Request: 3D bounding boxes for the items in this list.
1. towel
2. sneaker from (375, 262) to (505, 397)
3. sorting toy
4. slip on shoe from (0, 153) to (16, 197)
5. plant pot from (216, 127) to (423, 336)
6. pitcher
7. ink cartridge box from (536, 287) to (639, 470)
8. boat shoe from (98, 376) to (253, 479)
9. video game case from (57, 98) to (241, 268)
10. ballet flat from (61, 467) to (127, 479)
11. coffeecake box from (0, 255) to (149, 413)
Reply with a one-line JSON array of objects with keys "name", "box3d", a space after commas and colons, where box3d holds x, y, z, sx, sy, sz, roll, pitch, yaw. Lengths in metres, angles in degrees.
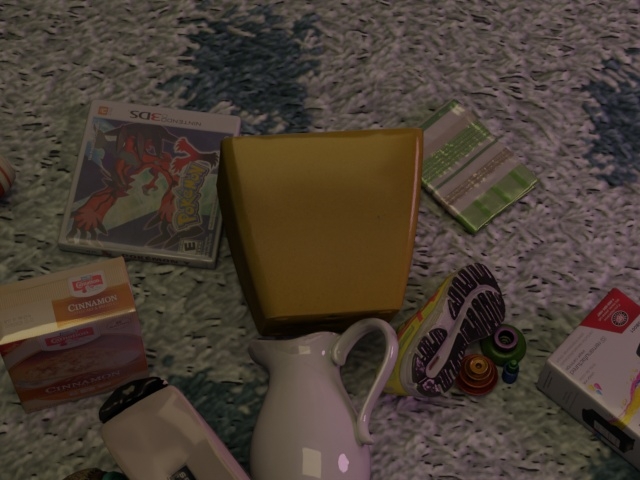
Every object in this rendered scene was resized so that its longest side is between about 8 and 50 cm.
[{"name": "towel", "box3d": [0.168, -0.087, 1.768, 0.113, 0.023, 0.152, -37, 71, -17]}, {"name": "sneaker", "box3d": [0.125, 0.097, 1.637, 0.208, 0.094, 0.081, -44, 106, -41]}, {"name": "sorting toy", "box3d": [0.193, 0.129, 1.640, 0.061, 0.042, 0.102, 36, 67, 16]}, {"name": "slip on shoe", "box3d": [-0.508, -0.131, 1.720, 0.331, 0.123, 0.101, 34, 70, 10]}, {"name": "plant pot", "box3d": [0.000, 0.000, 1.616, 0.212, 0.212, 0.187, -3, 78, -6]}, {"name": "pitcher", "box3d": [0.008, 0.188, 1.541, 0.177, 0.125, 0.207, -24, 53, 29]}, {"name": "ink cartridge box", "box3d": [0.344, 0.157, 1.611, 0.175, 0.072, 0.127, 39, 67, 18]}, {"name": "boat shoe", "box3d": [-0.090, 0.293, 1.471, 0.127, 0.158, 0.340, -30, 72, -3]}, {"name": "video game case", "box3d": [-0.197, -0.069, 1.744, 0.183, 0.023, 0.201, 7, 62, 2]}, {"name": "ballet flat", "box3d": [-0.175, 0.448, 1.418, 0.182, 0.164, 0.483, -35, 61, 5]}, {"name": "coffeecake box", "box3d": [-0.260, 0.101, 1.560, 0.142, 0.185, 0.068, -14, 63, -8]}]
